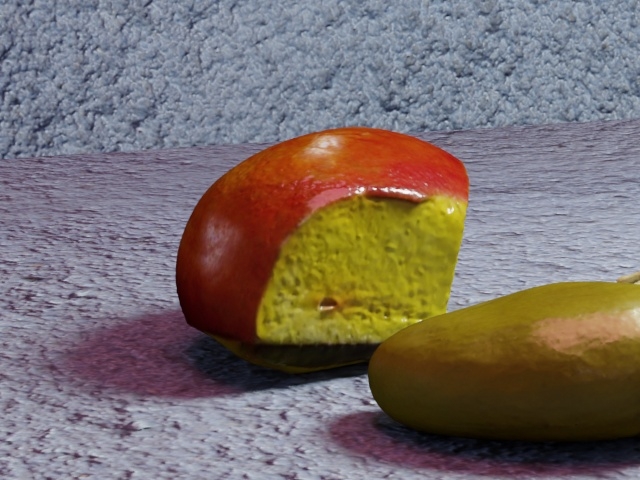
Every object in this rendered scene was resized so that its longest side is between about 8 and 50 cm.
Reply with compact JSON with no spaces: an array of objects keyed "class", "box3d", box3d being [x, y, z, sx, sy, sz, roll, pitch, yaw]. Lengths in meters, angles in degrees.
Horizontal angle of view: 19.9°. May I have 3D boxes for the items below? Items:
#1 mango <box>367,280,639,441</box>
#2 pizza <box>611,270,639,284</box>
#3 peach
[{"class":"mango","box3d":[0.208,0.116,1.661,0.332,0.142,0.195,-9,7,3]},{"class":"pizza","box3d":[0.409,0.084,1.936,0.188,0.080,0.204,-25,24,0]},{"class":"peach","box3d":[0.000,0.000,1.970,0.306,0.242,0.380,3,12,0]}]
